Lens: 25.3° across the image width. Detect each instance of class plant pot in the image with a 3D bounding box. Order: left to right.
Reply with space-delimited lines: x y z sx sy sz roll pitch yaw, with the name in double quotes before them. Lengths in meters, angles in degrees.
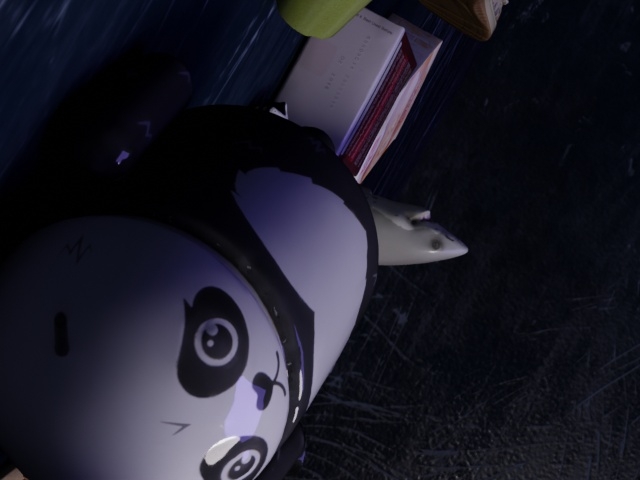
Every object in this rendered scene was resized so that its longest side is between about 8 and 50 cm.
"plant pot" 0.008 -0.181 0.966 0.079 0.083 0.083 -49 -176 42

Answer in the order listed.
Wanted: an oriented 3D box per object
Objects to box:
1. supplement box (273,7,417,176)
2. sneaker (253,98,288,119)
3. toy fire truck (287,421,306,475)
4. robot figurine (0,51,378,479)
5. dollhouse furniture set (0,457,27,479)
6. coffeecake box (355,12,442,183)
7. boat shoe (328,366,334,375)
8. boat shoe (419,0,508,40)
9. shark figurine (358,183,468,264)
"supplement box" 0.023 -0.134 1.287 0.130 0.073 0.239 -62 174 2
"sneaker" -0.052 -0.082 1.106 0.109 0.040 0.043 -57 157 -67
"toy fire truck" -0.112 0.187 1.473 0.217 0.159 0.246 -65 -147 34
"robot figurine" -0.066 0.030 0.770 0.173 0.209 0.278 -49 -178 32
"dollhouse furniture set" -0.148 0.258 0.906 0.259 0.262 0.135 -25 -171 38
"coffeecake box" 0.049 -0.139 1.524 0.185 0.068 0.142 -53 171 -53
"boat shoe" -0.040 0.133 1.647 0.340 0.113 0.127 113 -21 -53
"boat shoe" 0.173 -0.306 1.627 0.089 0.105 0.285 -58 173 -5
"shark figurine" -0.026 -0.007 1.199 0.278 0.166 0.116 22 -81 57
